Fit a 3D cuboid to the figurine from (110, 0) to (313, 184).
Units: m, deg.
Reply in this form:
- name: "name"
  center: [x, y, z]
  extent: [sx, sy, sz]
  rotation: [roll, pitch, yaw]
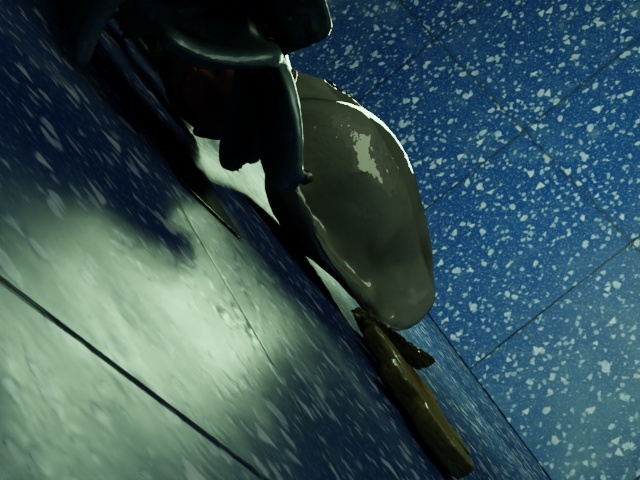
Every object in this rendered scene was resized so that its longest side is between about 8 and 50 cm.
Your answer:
- name: "figurine"
  center: [-0.131, -0.221, 1.494]
  extent: [0.387, 0.207, 0.166]
  rotation: [65, 27, 3]

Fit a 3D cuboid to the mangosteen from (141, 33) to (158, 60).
- name: "mangosteen"
  center: [-0.108, -0.306, 1.707]
  extent: [0.215, 0.257, 0.215]
  rotation: [63, 7, -13]

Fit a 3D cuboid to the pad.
- name: "pad"
  center: [-0.130, -0.074, 1.245]
  extent: [0.157, 0.003, 0.112]
  rotation: [55, 5, 40]

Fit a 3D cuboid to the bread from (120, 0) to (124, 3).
- name: "bread"
  center: [-0.253, -0.298, 1.388]
  extent: [0.128, 0.069, 0.140]
  rotation: [53, 1, 9]

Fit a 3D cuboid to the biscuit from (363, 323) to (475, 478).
- name: "biscuit"
  center: [0.107, 0.179, 1.439]
  extent: [0.153, 0.030, 0.234]
  rotation: [48, 5, -28]

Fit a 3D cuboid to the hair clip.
- name: "hair clip"
  center: [-0.095, -0.237, 1.226]
  extent: [0.238, 0.392, 0.318]
  rotation: [20, 18, -20]

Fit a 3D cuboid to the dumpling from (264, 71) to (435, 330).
- name: "dumpling"
  center: [0.014, -0.053, 1.636]
  extent: [0.260, 0.181, 0.341]
  rotation: [-9, 94, -61]

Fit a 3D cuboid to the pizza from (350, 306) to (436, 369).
- name: "pizza"
  center: [0.089, 0.127, 1.567]
  extent: [0.108, 0.026, 0.123]
  rotation: [20, -22, 45]
